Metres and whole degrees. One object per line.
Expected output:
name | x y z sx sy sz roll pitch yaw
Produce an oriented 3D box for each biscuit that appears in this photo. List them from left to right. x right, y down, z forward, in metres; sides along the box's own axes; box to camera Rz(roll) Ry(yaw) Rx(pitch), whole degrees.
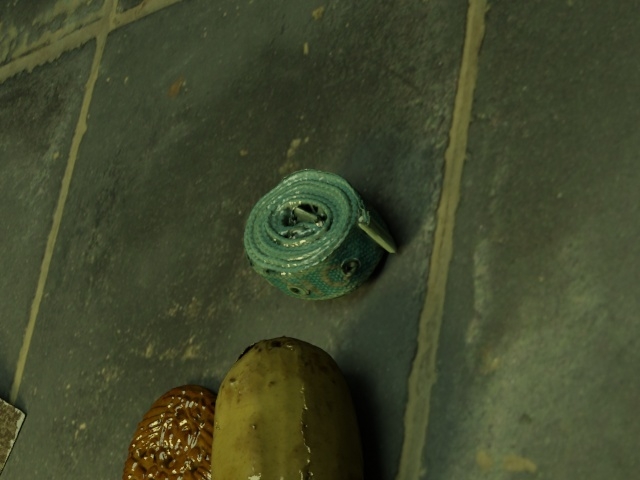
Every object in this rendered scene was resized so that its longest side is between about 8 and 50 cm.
biscuit | -0.171 0.257 1.630 0.187 0.027 0.188 -28 49 38

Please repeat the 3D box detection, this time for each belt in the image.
belt | -0.005 -0.003 1.537 0.147 0.082 0.163 -42 38 11

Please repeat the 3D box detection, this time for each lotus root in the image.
lotus root | -0.033 0.229 1.389 0.160 0.146 0.284 124 154 -44

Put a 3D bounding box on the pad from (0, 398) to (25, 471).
pad | -0.530 0.271 1.998 0.235 0.003 0.158 23 88 31
